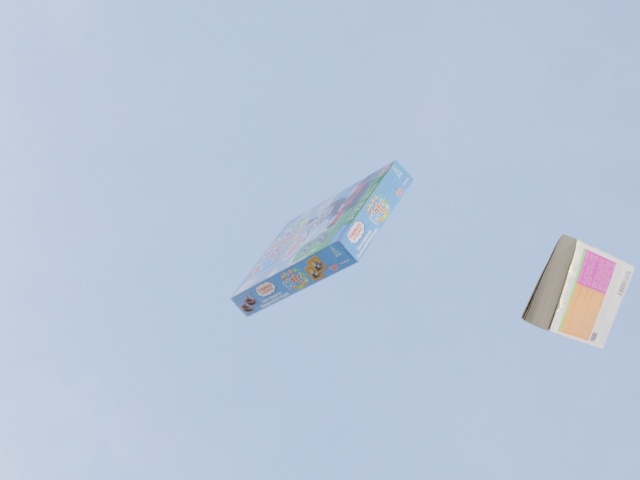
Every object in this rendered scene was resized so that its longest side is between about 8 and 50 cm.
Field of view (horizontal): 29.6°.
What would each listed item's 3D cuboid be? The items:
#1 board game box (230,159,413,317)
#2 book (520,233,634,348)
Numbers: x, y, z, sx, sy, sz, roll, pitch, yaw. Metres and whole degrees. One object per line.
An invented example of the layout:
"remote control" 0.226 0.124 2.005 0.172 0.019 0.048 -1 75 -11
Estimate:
"board game box" 0.000 0.000 1.441 0.039 0.160 0.211 47 -43 -13
"book" 0.270 0.054 1.238 0.035 0.144 0.096 24 -88 39
